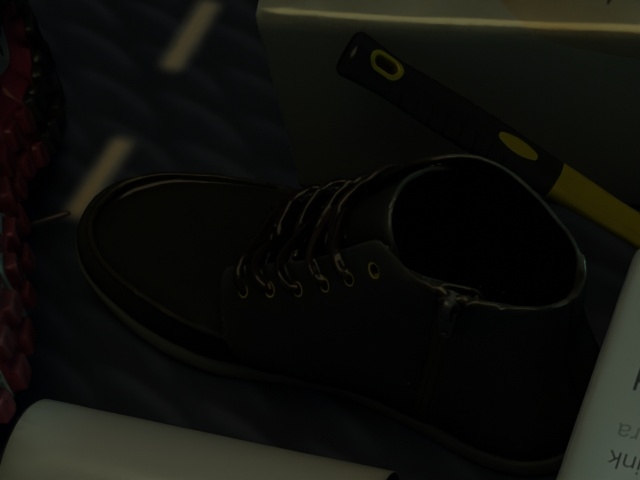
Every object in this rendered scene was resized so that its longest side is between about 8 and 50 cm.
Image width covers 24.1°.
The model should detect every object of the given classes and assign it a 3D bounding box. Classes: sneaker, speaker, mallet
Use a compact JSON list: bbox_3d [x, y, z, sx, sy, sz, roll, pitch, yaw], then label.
[{"bbox_3d":[0.000,0.000,0.542,0.222,0.118,0.083,18,61,20],"label":"sneaker"},{"bbox_3d":[-0.171,-0.011,0.567,0.112,0.121,0.299,-16,30,7],"label":"sneaker"},{"bbox_3d":[-0.042,0.095,0.525,0.136,0.055,0.055,9,59,16],"label":"speaker"},{"bbox_3d":[0.087,-0.011,0.539,0.189,0.039,0.062,24,66,-10],"label":"mallet"}]

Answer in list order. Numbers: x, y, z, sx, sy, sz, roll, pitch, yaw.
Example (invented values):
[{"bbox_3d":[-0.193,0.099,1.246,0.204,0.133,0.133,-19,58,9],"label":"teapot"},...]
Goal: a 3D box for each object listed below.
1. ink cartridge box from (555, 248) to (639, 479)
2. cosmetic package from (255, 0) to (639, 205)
[{"bbox_3d":[0.145,0.166,0.407,0.207,0.117,0.283,15,60,18],"label":"ink cartridge box"},{"bbox_3d":[0.145,-0.105,0.593,0.309,0.113,0.160,3,58,11],"label":"cosmetic package"}]
